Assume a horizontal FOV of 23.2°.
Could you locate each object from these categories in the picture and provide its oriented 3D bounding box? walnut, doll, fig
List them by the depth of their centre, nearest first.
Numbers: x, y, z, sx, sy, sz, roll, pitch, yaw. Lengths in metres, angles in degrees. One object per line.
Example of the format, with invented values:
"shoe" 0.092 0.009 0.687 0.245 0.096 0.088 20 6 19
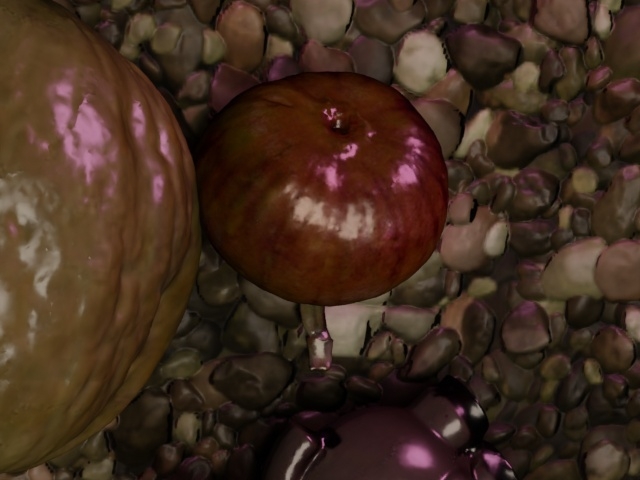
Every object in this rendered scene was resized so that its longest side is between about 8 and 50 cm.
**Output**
"walnut" -0.190 -0.004 0.861 0.283 0.227 0.283 -6 102 -28
"fig" 0.005 -0.026 0.968 0.149 0.202 0.148 -33 75 1
"doll" 0.004 0.192 1.029 0.257 0.117 0.182 -31 110 -6
